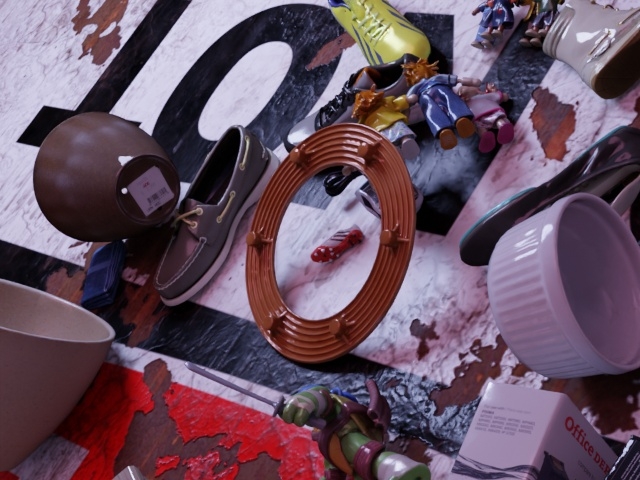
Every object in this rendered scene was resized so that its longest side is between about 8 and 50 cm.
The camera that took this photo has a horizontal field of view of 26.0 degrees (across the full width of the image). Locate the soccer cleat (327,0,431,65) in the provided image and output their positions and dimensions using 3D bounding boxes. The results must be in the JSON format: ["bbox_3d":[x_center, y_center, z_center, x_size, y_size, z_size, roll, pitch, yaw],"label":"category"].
[{"bbox_3d":[0.079,-0.347,2.185,0.093,0.121,0.289,-39,38,4],"label":"soccer cleat"}]

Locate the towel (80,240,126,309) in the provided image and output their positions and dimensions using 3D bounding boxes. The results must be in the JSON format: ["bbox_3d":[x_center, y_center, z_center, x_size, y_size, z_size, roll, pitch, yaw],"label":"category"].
[{"bbox_3d":[-0.355,0.055,2.260,0.067,0.029,0.119,-20,44,28],"label":"towel"}]

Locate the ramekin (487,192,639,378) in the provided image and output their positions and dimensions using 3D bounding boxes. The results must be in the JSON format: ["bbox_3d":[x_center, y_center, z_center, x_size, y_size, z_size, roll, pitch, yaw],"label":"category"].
[{"bbox_3d":[0.280,0.059,1.567,0.109,0.207,0.207,-21,42,39],"label":"ramekin"}]

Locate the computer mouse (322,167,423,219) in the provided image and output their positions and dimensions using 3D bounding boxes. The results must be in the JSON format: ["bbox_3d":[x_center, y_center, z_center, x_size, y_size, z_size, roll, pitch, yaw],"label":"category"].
[{"bbox_3d":[0.086,-0.066,1.976,0.106,0.042,0.193,-31,35,-9],"label":"computer mouse"}]

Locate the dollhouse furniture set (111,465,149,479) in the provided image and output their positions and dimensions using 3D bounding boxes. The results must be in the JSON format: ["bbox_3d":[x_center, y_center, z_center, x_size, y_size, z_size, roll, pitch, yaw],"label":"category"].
[{"bbox_3d":[-0.260,0.493,1.578,0.394,0.256,0.362,-41,38,3],"label":"dollhouse furniture set"}]

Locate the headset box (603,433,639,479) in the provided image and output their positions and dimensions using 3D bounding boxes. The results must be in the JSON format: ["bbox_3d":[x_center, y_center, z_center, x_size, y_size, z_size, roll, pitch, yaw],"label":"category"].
[{"bbox_3d":[0.357,0.351,1.273,0.283,0.131,0.246,18,67,48],"label":"headset box"}]

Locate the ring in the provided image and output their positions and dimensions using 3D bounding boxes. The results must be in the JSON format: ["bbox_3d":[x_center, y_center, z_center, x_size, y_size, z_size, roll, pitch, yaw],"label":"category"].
[{"bbox_3d":[0.000,0.000,1.893,0.337,0.032,0.336,-19,63,43],"label":"ring"}]

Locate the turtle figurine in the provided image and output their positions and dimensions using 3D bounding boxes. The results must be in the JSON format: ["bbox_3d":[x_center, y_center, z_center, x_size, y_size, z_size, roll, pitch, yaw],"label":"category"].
[{"bbox_3d":[-0.003,0.275,1.616,0.266,0.275,0.197,32,112,47],"label":"turtle figurine"}]

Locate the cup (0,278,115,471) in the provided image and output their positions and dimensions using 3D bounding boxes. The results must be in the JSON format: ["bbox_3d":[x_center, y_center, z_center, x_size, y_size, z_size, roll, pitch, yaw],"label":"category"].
[{"bbox_3d":[-0.497,0.202,2.058,0.331,0.331,0.237,26,100,50],"label":"cup"}]

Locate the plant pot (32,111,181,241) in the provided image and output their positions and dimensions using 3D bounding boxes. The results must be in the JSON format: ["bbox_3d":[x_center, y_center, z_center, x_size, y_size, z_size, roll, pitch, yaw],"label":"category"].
[{"bbox_3d":[-0.311,-0.090,2.174,0.215,0.215,0.230,-53,28,-13],"label":"plant pot"}]

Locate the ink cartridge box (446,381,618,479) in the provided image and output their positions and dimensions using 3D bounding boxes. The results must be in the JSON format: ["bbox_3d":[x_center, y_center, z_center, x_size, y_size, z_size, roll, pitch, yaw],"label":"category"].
[{"bbox_3d":[0.208,0.291,1.428,0.100,0.172,0.237,3,56,42],"label":"ink cartridge box"}]

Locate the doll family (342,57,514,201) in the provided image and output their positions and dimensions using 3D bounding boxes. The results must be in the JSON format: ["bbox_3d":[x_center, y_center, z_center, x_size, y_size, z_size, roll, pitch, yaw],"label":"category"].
[{"bbox_3d":[0.137,-0.180,1.939,0.263,0.118,0.163,-25,41,-2],"label":"doll family"}]

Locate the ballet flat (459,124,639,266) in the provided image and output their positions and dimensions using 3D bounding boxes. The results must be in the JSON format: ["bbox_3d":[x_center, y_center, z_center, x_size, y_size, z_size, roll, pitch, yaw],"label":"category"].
[{"bbox_3d":[0.303,-0.038,1.726,0.280,0.095,0.096,-37,50,8],"label":"ballet flat"}]

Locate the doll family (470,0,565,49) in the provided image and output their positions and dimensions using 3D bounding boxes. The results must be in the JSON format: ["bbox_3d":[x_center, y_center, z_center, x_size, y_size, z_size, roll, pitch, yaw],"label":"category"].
[{"bbox_3d":[0.290,-0.342,2.031,0.193,0.076,0.111,6,78,38],"label":"doll family"}]

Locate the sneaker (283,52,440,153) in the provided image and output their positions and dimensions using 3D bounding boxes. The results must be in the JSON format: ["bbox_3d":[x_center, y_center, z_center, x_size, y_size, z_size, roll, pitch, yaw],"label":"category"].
[{"bbox_3d":[0.055,-0.205,2.086,0.272,0.108,0.100,-24,43,24],"label":"sneaker"}]

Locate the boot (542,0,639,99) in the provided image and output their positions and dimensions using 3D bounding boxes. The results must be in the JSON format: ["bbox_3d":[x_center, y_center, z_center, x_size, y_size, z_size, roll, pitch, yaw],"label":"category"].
[{"bbox_3d":[0.416,-0.302,1.887,0.213,0.077,0.165,-43,36,4],"label":"boot"}]

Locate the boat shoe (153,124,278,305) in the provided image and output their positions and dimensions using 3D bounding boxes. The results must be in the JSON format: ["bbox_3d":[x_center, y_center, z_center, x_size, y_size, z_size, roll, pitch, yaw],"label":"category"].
[{"bbox_3d":[-0.178,-0.041,2.145,0.109,0.091,0.305,8,60,45],"label":"boat shoe"}]

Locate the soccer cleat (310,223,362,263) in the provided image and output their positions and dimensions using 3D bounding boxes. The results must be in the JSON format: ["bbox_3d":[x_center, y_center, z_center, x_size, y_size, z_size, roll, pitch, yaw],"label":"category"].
[{"bbox_3d":[0.022,0.004,1.981,0.083,0.029,0.035,-31,31,10],"label":"soccer cleat"}]
